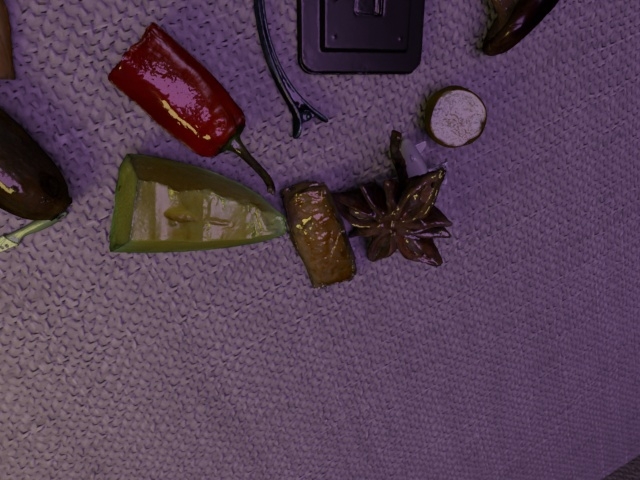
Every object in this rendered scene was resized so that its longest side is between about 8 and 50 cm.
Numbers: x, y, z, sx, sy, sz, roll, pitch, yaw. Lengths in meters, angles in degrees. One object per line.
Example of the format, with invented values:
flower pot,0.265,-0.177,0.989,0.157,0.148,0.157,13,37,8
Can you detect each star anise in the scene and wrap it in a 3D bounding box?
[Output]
star anise,0.165,-0.066,1.007,0.293,0.109,0.349,-23,121,32

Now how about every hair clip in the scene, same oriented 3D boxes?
hair clip,-0.075,-0.341,0.909,0.083,0.048,0.275,-29,115,-4

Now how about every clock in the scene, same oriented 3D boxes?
clock,0.087,-0.477,0.918,0.274,0.049,0.278,-7,111,-17

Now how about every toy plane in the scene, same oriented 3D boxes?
toy plane,0.213,-0.153,1.066,0.174,0.080,0.173,-1,115,-2

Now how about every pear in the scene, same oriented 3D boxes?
pear,0.298,-0.275,1.042,0.141,0.104,0.141,0,97,1

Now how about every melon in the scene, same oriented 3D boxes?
melon,-0.234,-0.048,0.915,0.324,0.124,0.196,7,107,-28

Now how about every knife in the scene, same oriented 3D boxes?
knife,-0.571,-0.005,0.864,0.207,0.014,0.030,-26,115,-8

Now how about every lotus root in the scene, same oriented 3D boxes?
lotus root,-0.531,-0.128,0.770,0.123,0.124,0.241,-46,118,-23

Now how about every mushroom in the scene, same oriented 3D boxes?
mushroom,0.389,-0.543,0.978,0.217,0.148,0.227,42,86,-12

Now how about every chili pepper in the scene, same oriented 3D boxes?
chili pepper,-0.211,-0.224,0.853,0.338,0.131,0.134,39,67,-24

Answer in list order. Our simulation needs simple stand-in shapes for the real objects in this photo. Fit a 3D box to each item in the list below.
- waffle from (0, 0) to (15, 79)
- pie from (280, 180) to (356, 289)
waffle,-0.632,-0.334,0.696,0.274,0.057,0.167,-3,109,-19
pie,0.000,0.000,1.041,0.129,0.068,0.282,-17,124,4
